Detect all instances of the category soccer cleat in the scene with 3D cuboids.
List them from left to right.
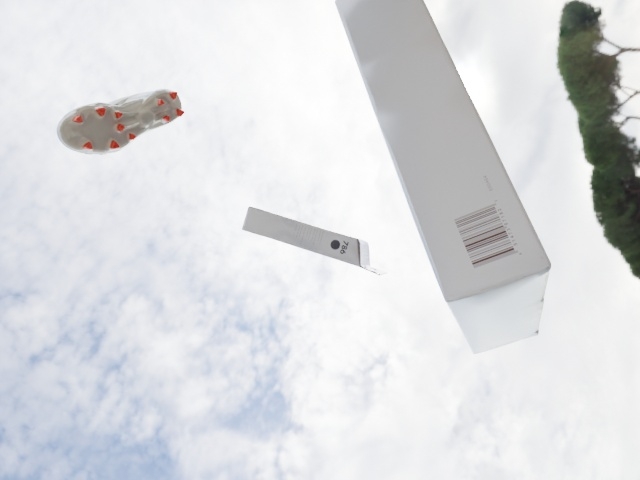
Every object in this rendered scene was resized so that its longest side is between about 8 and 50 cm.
[{"bbox_3d":[-0.281,-0.168,0.706,0.196,0.076,0.068,-37,-55,-44],"label":"soccer cleat"}]

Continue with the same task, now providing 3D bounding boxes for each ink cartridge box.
[{"bbox_3d":[0.000,0.000,1.168,0.165,0.332,0.065,11,-82,-78],"label":"ink cartridge box"}]

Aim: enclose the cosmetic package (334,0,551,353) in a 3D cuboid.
[{"bbox_3d":[0.145,-0.077,0.600,0.284,0.097,0.378,42,-151,-59],"label":"cosmetic package"}]
